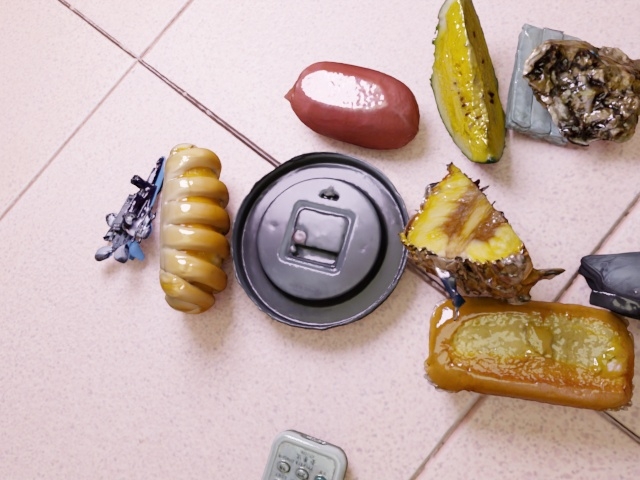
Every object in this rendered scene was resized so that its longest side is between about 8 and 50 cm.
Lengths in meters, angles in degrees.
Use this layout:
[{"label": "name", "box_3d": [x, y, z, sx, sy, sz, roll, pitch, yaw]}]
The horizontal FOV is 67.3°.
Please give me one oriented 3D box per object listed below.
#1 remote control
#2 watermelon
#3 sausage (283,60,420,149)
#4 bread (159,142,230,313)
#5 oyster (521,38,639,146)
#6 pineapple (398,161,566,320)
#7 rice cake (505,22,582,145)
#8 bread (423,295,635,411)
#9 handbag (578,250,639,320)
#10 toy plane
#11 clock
[{"label": "remote control", "box_3d": [-0.057, 0.483, 0.765, 0.128, 0.065, 0.334, 15, 80, 14]}, {"label": "watermelon", "box_3d": [0.264, -0.277, 0.840, 0.123, 0.129, 0.300, -11, 91, 4]}, {"label": "sausage", "box_3d": [0.057, -0.251, 0.884, 0.255, 0.148, 0.148, 14, 80, 18]}, {"label": "bread", "box_3d": [-0.226, -0.026, 0.876, 0.121, 0.173, 0.310, 0, 76, -10]}, {"label": "oyster", "box_3d": [0.456, -0.264, 0.795, 0.223, 0.083, 0.214, -41, 88, -19]}, {"label": "pineapple", "box_3d": [0.224, 0.026, 0.733, 0.158, 0.161, 0.334, -30, 30, 5]}, {"label": "rice cake", "box_3d": [0.397, -0.282, 0.851, 0.124, 0.038, 0.210, 18, 78, 1]}, {"label": "bread", "box_3d": [0.308, 0.167, 0.734, 0.289, 0.119, 0.152, 5, 81, 13]}, {"label": "handbag", "box_3d": [0.540, 0.065, 0.671, 0.333, 0.191, 0.074, 3, 108, 13]}, {"label": "toy plane", "box_3d": [-0.367, -0.068, 0.963, 0.169, 0.078, 0.246, 1, 72, 42]}, {"label": "clock", "box_3d": [0.000, 0.000, 0.869, 0.326, 0.067, 0.324, -3, 76, 12]}]
